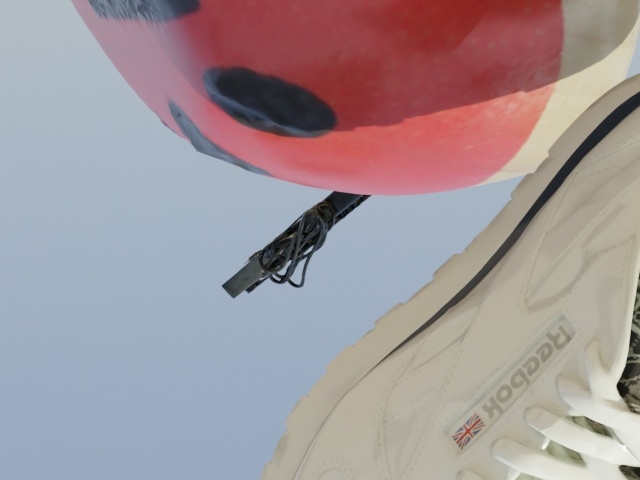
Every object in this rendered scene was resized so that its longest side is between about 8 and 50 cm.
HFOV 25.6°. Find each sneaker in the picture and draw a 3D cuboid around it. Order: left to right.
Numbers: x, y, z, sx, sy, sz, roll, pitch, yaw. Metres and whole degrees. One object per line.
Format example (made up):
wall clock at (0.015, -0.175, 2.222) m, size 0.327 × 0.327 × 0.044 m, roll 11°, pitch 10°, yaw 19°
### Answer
sneaker at (0.058, 0.051, 0.378) m, size 0.090 × 0.235 × 0.095 m, roll 34°, pitch 180°, yaw -17°

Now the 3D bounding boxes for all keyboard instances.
keyboard at (0.000, 0.000, 0.959) m, size 0.100 × 0.038 × 0.192 m, roll -31°, pitch 174°, yaw -43°

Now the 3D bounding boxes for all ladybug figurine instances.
ladybug figurine at (-0.026, -0.148, 0.598) m, size 0.161 × 0.305 × 0.449 m, roll -29°, pitch -164°, yaw -10°
